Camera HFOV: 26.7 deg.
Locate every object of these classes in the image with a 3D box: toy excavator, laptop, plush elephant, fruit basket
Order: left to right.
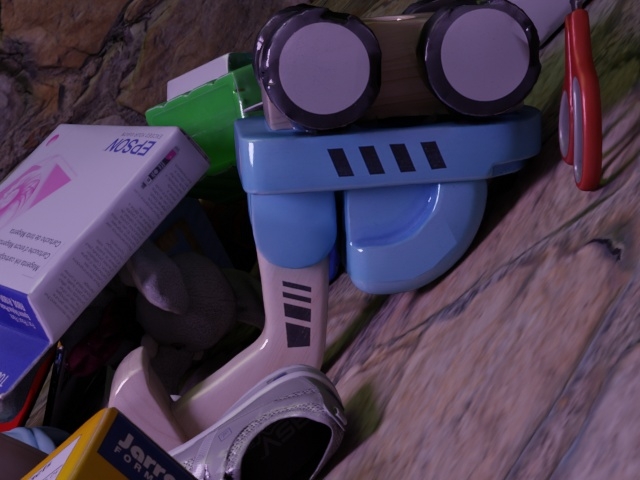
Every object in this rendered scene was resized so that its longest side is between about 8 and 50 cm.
[{"bbox_3d":[-0.198,0.095,1.545,0.255,0.272,0.330,21,93,46],"label":"plush elephant"},{"bbox_3d":[-0.237,0.112,2.109,0.382,0.236,0.408,-64,-7,-55],"label":"laptop"},{"bbox_3d":[-0.028,-0.159,1.689,0.353,0.165,0.327,-20,3,-41],"label":"fruit basket"},{"bbox_3d":[0.000,0.000,1.286,0.433,0.445,0.222,-5,11,-5],"label":"toy excavator"}]

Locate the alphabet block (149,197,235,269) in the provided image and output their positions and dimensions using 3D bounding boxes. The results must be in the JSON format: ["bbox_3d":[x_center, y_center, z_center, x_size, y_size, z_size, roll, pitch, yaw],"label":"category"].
[{"bbox_3d":[-0.255,0.040,1.799,0.197,0.193,0.192,16,49,46],"label":"alphabet block"}]

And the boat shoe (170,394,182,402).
[{"bbox_3d":[-0.201,0.251,1.425,0.228,0.081,0.068,-48,10,30],"label":"boat shoe"}]

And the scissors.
[{"bbox_3d":[0.213,-0.191,1.103,0.021,0.297,0.109,-1,14,1],"label":"scissors"}]

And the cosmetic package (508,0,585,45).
[{"bbox_3d":[0.267,-0.408,1.741,0.230,0.161,0.453,-44,13,12],"label":"cosmetic package"}]

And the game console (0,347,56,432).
[{"bbox_3d":[-0.491,0.307,2.023,0.342,0.060,0.386,-62,9,13],"label":"game console"}]

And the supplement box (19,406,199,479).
[{"bbox_3d":[-0.185,0.318,0.887,0.194,0.195,0.356,-38,15,30],"label":"supplement box"}]

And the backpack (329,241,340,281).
[{"bbox_3d":[-0.014,-0.001,1.550,0.098,0.101,0.120,148,129,-60],"label":"backpack"}]

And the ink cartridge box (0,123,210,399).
[{"bbox_3d":[-0.314,0.004,1.483,0.330,0.071,0.324,-49,29,-20],"label":"ink cartridge box"}]

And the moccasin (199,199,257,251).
[{"bbox_3d":[-0.131,-0.090,1.955,0.380,0.147,0.139,-87,17,-65],"label":"moccasin"}]

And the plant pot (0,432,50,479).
[{"bbox_3d":[-0.388,0.359,1.280,0.323,0.323,0.280,-33,35,46],"label":"plant pot"}]

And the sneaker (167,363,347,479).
[{"bbox_3d":[-0.091,0.214,1.109,0.281,0.105,0.115,-47,12,-5],"label":"sneaker"}]

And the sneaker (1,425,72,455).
[{"bbox_3d":[-0.325,0.291,1.595,0.150,0.135,0.366,-8,-9,-1],"label":"sneaker"}]
